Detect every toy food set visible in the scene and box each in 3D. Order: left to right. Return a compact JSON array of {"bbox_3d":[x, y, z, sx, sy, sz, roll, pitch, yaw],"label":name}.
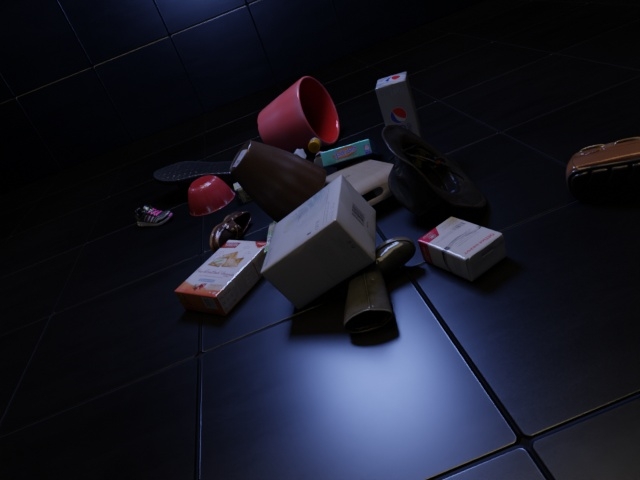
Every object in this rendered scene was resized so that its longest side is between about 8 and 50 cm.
[{"bbox_3d":[-0.055,-0.252,1.764,0.232,0.111,0.104,-49,15,30],"label":"toy food set"},{"bbox_3d":[0.093,-0.148,1.549,0.219,0.092,0.306,-28,20,-12],"label":"toy food set"}]

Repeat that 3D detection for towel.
[{"bbox_3d":[-0.088,0.007,1.388,0.113,0.023,0.152,17,30,-9],"label":"towel"}]

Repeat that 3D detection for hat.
[{"bbox_3d":[0.255,-0.151,1.336,0.134,0.331,0.331,-53,15,28],"label":"hat"}]

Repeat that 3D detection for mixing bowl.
[{"bbox_3d":[-0.417,-0.178,1.926,0.181,0.098,0.181,-17,28,9],"label":"mixing bowl"}]

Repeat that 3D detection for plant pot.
[{"bbox_3d":[-0.138,-0.180,1.510,0.215,0.230,0.215,-43,28,30],"label":"plant pot"},{"bbox_3d":[-0.096,-0.469,2.061,0.243,0.275,0.275,-16,27,33],"label":"plant pot"}]

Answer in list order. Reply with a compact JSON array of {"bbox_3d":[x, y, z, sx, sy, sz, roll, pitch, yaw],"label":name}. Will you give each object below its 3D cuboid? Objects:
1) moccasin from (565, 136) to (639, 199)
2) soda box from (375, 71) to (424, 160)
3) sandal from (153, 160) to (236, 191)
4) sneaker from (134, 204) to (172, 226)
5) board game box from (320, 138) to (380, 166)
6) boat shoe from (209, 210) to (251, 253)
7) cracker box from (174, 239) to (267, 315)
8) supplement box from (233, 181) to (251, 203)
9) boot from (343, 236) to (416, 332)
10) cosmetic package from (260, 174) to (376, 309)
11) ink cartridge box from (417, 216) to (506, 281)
[{"bbox_3d":[0.725,-0.169,1.095,0.380,0.139,0.147,-9,38,41],"label":"moccasin"},{"bbox_3d":[0.245,-0.338,1.542,0.091,0.286,0.098,-12,28,18],"label":"soda box"},{"bbox_3d":[-0.460,-0.242,2.086,0.445,0.107,0.168,1,32,13],"label":"sandal"},{"bbox_3d":[-0.632,-0.098,1.957,0.170,0.075,0.063,-4,33,29],"label":"sneaker"},{"bbox_3d":[0.102,-0.281,1.709,0.160,0.047,0.210,-14,4,14],"label":"board game box"},{"bbox_3d":[-0.271,-0.032,1.595,0.073,0.073,0.207,-13,30,20],"label":"boat shoe"},{"bbox_3d":[-0.244,0.090,1.370,0.155,0.067,0.232,2,35,36],"label":"cracker box"},{"bbox_3d":[-0.261,-0.182,1.866,0.083,0.056,0.083,-24,28,-3],"label":"supplement box"},{"bbox_3d":[0.128,0.090,1.105,0.189,0.076,0.208,-31,19,14],"label":"boot"},{"bbox_3d":[0.000,0.000,1.213,0.224,0.138,0.224,-37,22,24],"label":"cosmetic package"},{"bbox_3d":[0.303,0.016,1.123,0.109,0.063,0.150,-32,30,-19],"label":"ink cartridge box"}]
